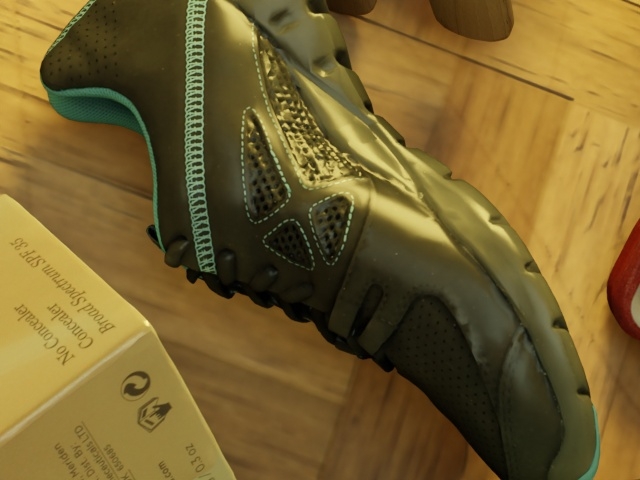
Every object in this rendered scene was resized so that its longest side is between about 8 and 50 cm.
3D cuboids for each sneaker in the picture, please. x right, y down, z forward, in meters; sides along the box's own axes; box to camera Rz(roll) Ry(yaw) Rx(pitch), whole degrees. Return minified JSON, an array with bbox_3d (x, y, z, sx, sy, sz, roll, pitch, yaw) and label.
[{"bbox_3d":[0.000,0.000,0.830,0.139,0.125,0.341,-36,73,-9],"label":"sneaker"}]

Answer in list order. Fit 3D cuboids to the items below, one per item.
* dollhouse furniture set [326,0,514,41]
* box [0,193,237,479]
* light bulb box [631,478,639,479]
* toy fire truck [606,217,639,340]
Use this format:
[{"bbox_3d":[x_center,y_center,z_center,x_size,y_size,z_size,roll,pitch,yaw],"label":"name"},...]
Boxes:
[{"bbox_3d":[0.125,-0.201,0.908,0.242,0.161,0.212,14,74,16],"label":"dollhouse furniture set"},{"bbox_3d":[-0.205,0.136,0.727,0.311,0.121,0.148,-38,43,-17],"label":"box"},{"bbox_3d":[0.068,0.233,0.659,0.358,0.361,0.225,-16,81,-14],"label":"light bulb box"},{"bbox_3d":[0.330,-0.003,0.882,0.302,0.169,0.254,26,99,-4],"label":"toy fire truck"}]
